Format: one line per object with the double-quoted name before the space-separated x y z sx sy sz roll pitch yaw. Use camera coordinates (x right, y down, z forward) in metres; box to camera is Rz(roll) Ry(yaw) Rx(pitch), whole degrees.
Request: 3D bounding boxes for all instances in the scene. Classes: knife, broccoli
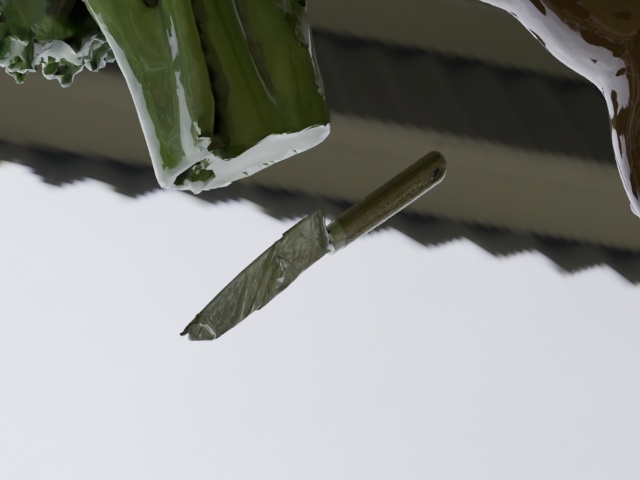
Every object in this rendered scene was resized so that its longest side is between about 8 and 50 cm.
"knife" -0.002 -0.001 1.298 0.017 0.047 0.298 26 -137 31
"broccoli" -0.092 -0.175 0.968 0.375 0.249 0.302 -7 -87 -34

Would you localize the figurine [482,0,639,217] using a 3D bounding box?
"figurine" 0.191 -0.079 0.764 0.247 0.177 0.173 47 -155 15
